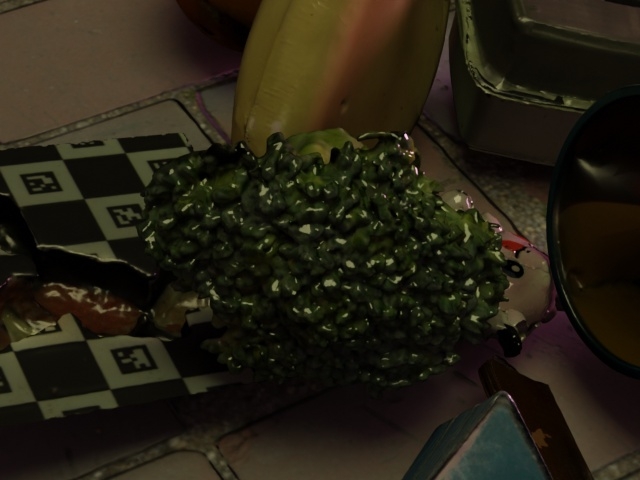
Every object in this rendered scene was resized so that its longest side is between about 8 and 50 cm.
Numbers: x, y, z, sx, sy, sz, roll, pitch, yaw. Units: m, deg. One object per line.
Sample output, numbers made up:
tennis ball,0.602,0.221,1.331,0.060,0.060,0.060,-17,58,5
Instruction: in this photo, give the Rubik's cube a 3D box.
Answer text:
Rubik's cube,0.113,0.245,1.472,0.228,0.229,0.233,-8,77,39

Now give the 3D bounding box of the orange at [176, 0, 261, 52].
orange,-0.050,-0.307,1.937,0.246,0.246,0.246,3,45,-3

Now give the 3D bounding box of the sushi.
sushi,-0.220,0.045,1.691,0.343,0.064,0.359,-8,42,-26

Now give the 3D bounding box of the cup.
cup,0.395,0.007,1.635,0.292,0.242,0.308,-4,45,-34

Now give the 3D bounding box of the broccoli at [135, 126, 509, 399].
broccoli,0.000,0.000,1.596,0.248,0.288,0.245,-37,17,8

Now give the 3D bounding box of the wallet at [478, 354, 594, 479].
wallet,0.187,0.176,1.603,0.095,0.026,0.176,25,32,-40

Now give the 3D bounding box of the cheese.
cheese,0.011,-0.157,1.784,0.128,0.259,0.315,16,79,30

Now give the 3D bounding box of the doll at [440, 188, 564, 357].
doll,0.133,0.029,1.716,0.192,0.095,0.149,32,24,23

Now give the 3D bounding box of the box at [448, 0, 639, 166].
box,0.270,-0.183,1.877,0.291,0.166,0.220,8,45,-11
